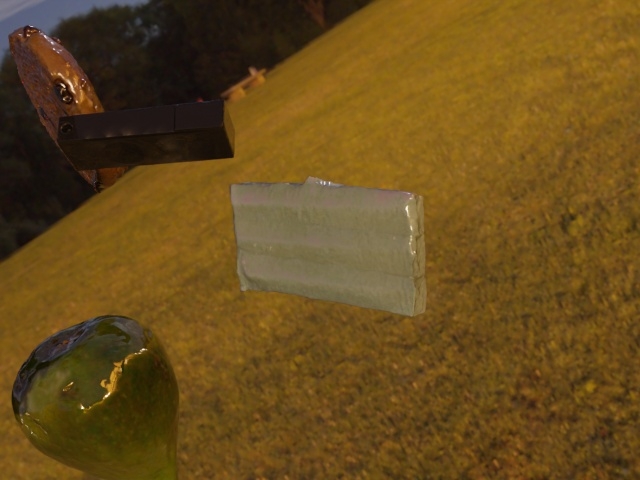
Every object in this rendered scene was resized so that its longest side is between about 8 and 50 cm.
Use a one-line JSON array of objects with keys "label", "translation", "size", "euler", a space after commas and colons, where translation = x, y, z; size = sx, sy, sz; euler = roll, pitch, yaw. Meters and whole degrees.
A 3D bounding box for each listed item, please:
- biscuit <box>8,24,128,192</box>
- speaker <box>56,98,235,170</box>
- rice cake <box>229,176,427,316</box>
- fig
[{"label": "biscuit", "translation": [-0.410, -0.220, 1.413], "size": [0.075, 0.295, 0.296], "euler": [-33, 14, -22]}, {"label": "speaker", "translation": [-0.226, -0.137, 1.129], "size": [0.218, 0.044, 0.082], "euler": [-5, -24, 3]}, {"label": "rice cake", "translation": [0.000, 0.000, 0.838], "size": [0.237, 0.127, 0.043], "euler": [4, 10, 39]}, {"label": "fig", "translation": [-0.248, 0.231, 1.084], "size": [0.206, 0.275, 0.206], "euler": [-28, 20, 11]}]
